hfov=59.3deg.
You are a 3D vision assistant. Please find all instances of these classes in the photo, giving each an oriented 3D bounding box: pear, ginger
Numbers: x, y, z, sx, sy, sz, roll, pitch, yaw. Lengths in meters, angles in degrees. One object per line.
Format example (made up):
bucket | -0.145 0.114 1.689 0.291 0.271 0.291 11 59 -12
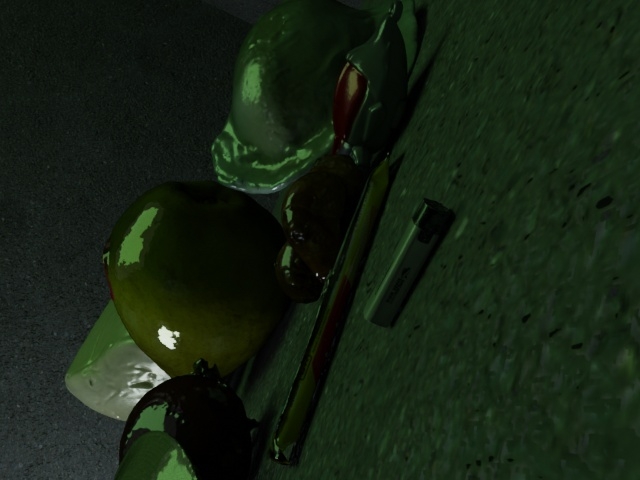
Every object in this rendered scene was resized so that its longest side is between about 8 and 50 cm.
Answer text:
pear | -0.183 0.079 0.887 0.287 0.288 0.375 -81 -7 -61
ginger | 0.000 0.000 0.555 0.103 0.073 0.162 -47 -27 -62

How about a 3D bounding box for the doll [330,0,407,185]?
doll | 0.047 -0.133 0.591 0.102 0.075 0.227 -114 36 -60

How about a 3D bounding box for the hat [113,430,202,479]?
hat | -0.196 0.288 0.447 0.257 0.130 0.257 -18 67 50

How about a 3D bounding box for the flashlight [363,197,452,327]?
flashlight | 0.052 0.014 0.341 0.018 0.018 0.083 -87 21 -67

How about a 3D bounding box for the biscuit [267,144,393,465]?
biscuit | 0.012 0.047 0.489 0.048 0.026 0.291 124 168 -72

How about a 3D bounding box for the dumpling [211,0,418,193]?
dumpling | -0.017 -0.211 0.762 0.270 0.212 0.320 -135 59 -79

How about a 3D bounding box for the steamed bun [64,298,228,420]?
steamed bun | -0.335 0.228 1.257 0.456 0.290 0.371 -27 32 44

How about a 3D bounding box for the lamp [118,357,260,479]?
lamp | -0.138 0.230 0.621 0.157 0.156 0.135 -36 -29 12
